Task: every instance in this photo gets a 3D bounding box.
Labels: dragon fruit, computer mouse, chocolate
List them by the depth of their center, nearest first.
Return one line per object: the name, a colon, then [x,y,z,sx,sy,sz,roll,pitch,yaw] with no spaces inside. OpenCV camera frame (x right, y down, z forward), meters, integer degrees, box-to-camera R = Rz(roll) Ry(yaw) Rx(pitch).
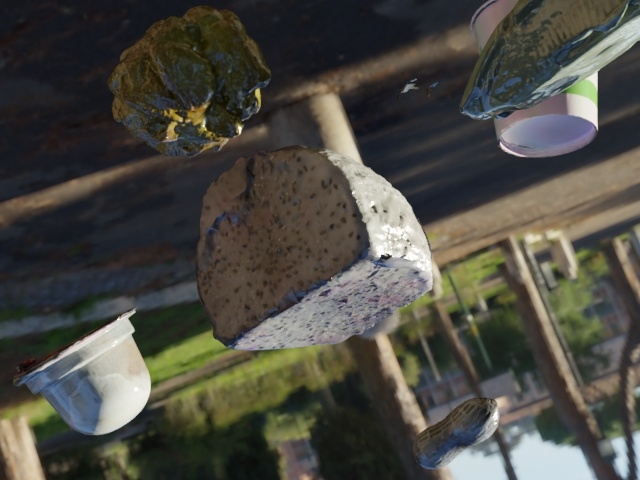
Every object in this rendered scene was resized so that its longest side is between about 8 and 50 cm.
dragon fruit: [0.000,0.000,1.394,0.221,0.204,0.283,9,147,-46]
computer mouse: [0.349,-0.310,1.547,0.228,0.145,0.429,-27,173,-42]
chocolate: [-0.322,0.201,1.589,0.221,0.147,0.221,-26,-174,3]
chocolate: [0.222,0.314,1.821,0.167,0.072,0.072,-37,166,18]

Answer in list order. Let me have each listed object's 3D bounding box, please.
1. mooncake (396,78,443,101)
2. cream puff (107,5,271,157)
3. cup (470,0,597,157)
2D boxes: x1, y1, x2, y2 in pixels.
mooncake: [0.169,-0.298,1.571,0.150,0.057,0.347,-19,154,-36]
cream puff: [-0.186,-0.227,1.617,0.244,0.196,0.244,-41,-170,9]
cup: [0.422,-0.316,2.144,0.253,0.274,0.253,-1,160,0]
